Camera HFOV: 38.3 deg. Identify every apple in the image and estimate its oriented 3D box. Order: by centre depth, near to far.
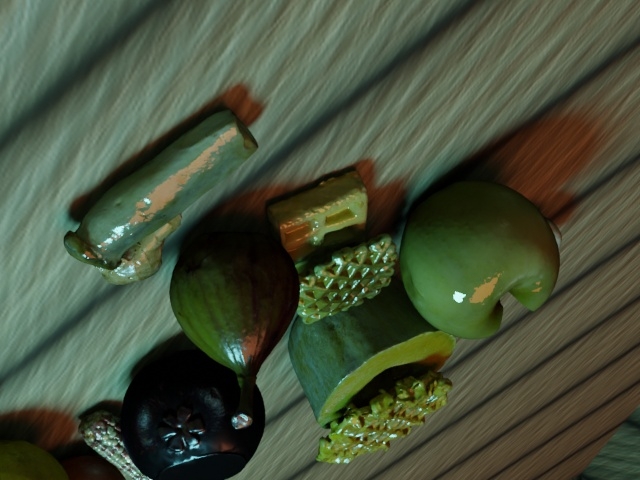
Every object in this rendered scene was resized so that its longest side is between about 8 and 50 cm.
[{"bbox_3d":[0.284,0.031,1.681,0.292,0.254,0.292,-22,147,-16],"label":"apple"}]

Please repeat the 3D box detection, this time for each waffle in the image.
[{"bbox_3d":[0.000,0.000,1.599,0.168,0.057,0.274,-21,148,-12],"label":"waffle"},{"bbox_3d":[0.042,0.071,1.626,0.208,0.054,0.214,-28,154,-7],"label":"waffle"},{"bbox_3d":[0.133,0.364,1.890,0.325,0.068,0.302,-18,152,-31],"label":"waffle"}]

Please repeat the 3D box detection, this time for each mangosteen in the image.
[{"bbox_3d":[-0.233,0.340,1.735,0.287,0.233,0.287,-15,148,-10],"label":"mangosteen"}]

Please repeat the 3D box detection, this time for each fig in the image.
[{"bbox_3d":[-0.135,0.148,1.458,0.217,0.321,0.217,-2,151,-1],"label":"fig"}]

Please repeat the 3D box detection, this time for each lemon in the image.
[{"bbox_3d":[-0.563,0.504,1.649,0.258,0.310,0.258,-29,166,-8],"label":"lemon"}]

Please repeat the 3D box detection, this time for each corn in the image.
[{"bbox_3d":[-0.371,0.419,1.798,0.079,0.079,0.237,-36,112,12],"label":"corn"}]

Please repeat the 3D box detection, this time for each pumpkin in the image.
[{"bbox_3d":[0.091,0.208,1.862,0.332,0.199,0.332,-25,156,-12],"label":"pumpkin"}]

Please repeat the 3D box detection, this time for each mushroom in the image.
[{"bbox_3d":[-0.229,-0.070,1.307,0.312,0.081,0.100,-38,154,7],"label":"mushroom"}]

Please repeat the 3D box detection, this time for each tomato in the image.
[{"bbox_3d":[-0.475,0.537,1.855,0.208,0.208,0.184,-44,150,23],"label":"tomato"}]

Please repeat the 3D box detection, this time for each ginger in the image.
[{"bbox_3d":[-0.263,0.012,1.406,0.165,0.067,0.096,-39,147,7],"label":"ginger"}]

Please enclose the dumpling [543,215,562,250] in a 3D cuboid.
[{"bbox_3d":[0.417,0.005,1.900,0.150,0.092,0.176,-32,147,-1],"label":"dumpling"}]
